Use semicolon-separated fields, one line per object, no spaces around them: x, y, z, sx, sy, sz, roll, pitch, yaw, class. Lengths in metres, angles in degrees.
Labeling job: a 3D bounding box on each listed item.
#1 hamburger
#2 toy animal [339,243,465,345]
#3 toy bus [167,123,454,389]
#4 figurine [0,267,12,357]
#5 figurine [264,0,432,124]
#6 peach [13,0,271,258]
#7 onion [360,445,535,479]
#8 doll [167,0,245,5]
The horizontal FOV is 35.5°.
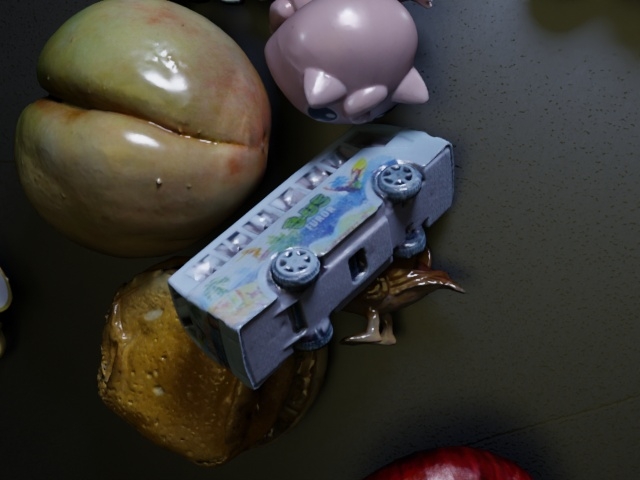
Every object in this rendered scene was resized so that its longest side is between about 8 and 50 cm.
-0.123;0.134;1.150;0.244;0.163;0.245;4;100;23;hamburger
0.070;0.027;1.125;0.188;0.089;0.179;-8;79;22;toy animal
0.000;0.000;1.036;0.136;0.329;0.109;28;145;33;toy bus
-0.518;0.123;1.273;0.263;0.142;0.189;-38;108;17;figurine
0.011;-0.242;1.094;0.176;0.186;0.288;-16;67;-20;figurine
-0.191;-0.120;1.100;0.292;0.247;0.292;-2;76;8;peach
0.129;0.355;1.046;0.272;0.285;0.273;-1;109;-2;onion
-0.168;-0.308;1.142;0.219;0.067;0.091;4;89;34;doll
